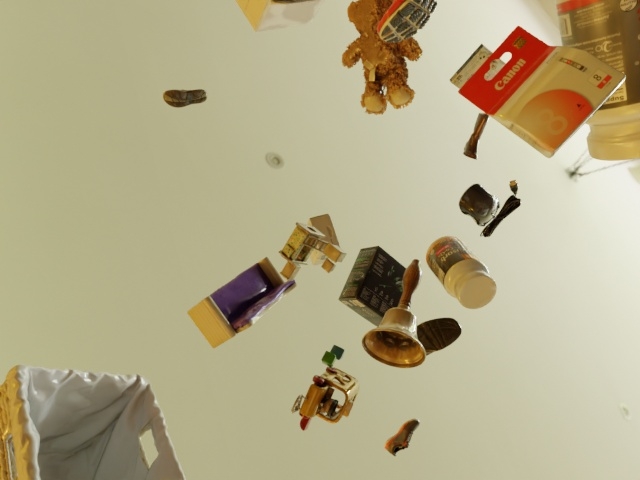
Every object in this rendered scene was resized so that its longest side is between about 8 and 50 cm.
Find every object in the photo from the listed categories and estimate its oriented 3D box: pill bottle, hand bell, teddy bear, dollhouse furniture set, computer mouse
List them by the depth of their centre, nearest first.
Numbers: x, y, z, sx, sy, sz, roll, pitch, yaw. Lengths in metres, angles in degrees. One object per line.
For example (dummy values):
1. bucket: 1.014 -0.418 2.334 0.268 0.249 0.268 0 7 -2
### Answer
1. pill bottle: 0.632 -0.368 0.933 0.210 0.210 0.362 -41 -63 -44
2. hand bell: 0.178 0.130 0.947 0.126 0.126 0.242 35 -132 -12
3. computer mouse: 0.518 -0.111 1.320 0.262 0.184 0.060 34 -172 -47
4. teddy bear: 0.183 -0.546 1.331 0.113 0.245 0.337 -21 -93 -46
5. dollhouse furniture set: -0.043 0.067 1.337 0.161 0.181 0.101 38 -166 31
6. pill bottle: 0.490 0.109 1.573 0.162 0.162 0.278 26 -161 -20

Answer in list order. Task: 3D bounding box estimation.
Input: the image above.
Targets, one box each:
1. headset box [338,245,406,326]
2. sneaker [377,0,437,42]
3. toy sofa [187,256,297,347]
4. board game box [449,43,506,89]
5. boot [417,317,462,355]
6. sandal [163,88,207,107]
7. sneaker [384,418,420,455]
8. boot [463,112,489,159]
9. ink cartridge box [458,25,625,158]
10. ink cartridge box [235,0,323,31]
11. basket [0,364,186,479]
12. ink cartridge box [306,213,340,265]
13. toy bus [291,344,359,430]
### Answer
1. headset box: 0.250 0.192 1.941 0.246 0.131 0.283 37 -116 -24
2. sneaker: 0.230 -0.611 1.084 0.118 0.279 0.107 50 -161 29
3. toy sofa: -0.244 0.184 1.488 0.150 0.177 0.362 55 -149 -2
4. board game box: 0.331 -0.340 0.923 0.090 0.090 0.020 27 -142 -21
5. boot: 0.314 0.280 1.299 0.179 0.236 0.085 2 -123 -59
6. sandal: -0.544 -0.577 1.795 0.180 0.072 0.049 -19 -134 -33
7. sneaker: 0.304 0.705 1.593 0.158 0.065 0.061 -42 -56 -8
8. boot: 0.417 -0.279 1.186 0.037 0.114 0.106 17 -149 -5
9. ink cartridge box: 0.325 -0.234 0.673 0.179 0.145 0.045 43 -175 14
10. ink cartridge box: -0.052 -0.314 0.508 0.092 0.090 0.143 -28 -95 -34
11. basket: -0.503 0.470 0.902 0.328 0.266 0.331 50 -169 35
12. ink cartridge box: 0.000 0.000 1.886 0.093 0.212 0.154 -15 -104 -16
13. toy bus: 0.027 0.376 1.063 0.105 0.190 0.202 23 -130 18
